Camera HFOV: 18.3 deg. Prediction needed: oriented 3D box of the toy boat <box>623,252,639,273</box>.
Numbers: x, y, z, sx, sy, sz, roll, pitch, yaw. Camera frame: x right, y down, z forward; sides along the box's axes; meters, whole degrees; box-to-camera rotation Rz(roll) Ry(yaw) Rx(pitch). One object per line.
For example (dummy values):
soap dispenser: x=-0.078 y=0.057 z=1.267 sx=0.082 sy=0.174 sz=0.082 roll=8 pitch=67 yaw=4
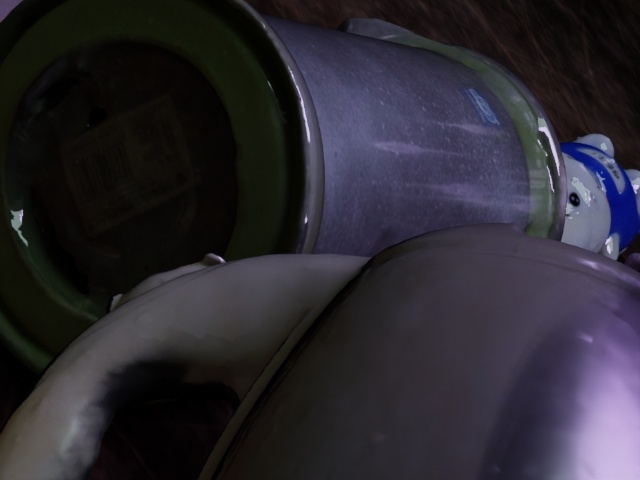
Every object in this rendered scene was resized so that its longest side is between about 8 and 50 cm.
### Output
toy boat: x=0.207 y=0.130 z=1.253 sx=0.293 sy=0.111 sz=0.276 roll=1 pitch=62 yaw=-55

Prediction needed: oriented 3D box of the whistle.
whistle: x=0.181 y=-0.026 z=1.439 sx=0.110 sy=0.092 sz=0.244 roll=46 pitch=25 yaw=16

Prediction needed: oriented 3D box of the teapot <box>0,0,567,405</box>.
teapot: x=0.000 y=0.000 z=1.020 sx=0.337 sy=0.200 sz=0.270 roll=0 pitch=67 yaw=-60

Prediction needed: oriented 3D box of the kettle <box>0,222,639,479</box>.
kettle: x=0.008 y=0.142 z=0.719 sx=0.228 sy=0.320 sz=0.324 roll=66 pitch=34 yaw=-59

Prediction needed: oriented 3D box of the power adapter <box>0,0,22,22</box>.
power adapter: x=-0.095 y=-0.236 z=1.093 sx=0.124 sy=0.255 sz=0.187 roll=33 pitch=30 yaw=-26
